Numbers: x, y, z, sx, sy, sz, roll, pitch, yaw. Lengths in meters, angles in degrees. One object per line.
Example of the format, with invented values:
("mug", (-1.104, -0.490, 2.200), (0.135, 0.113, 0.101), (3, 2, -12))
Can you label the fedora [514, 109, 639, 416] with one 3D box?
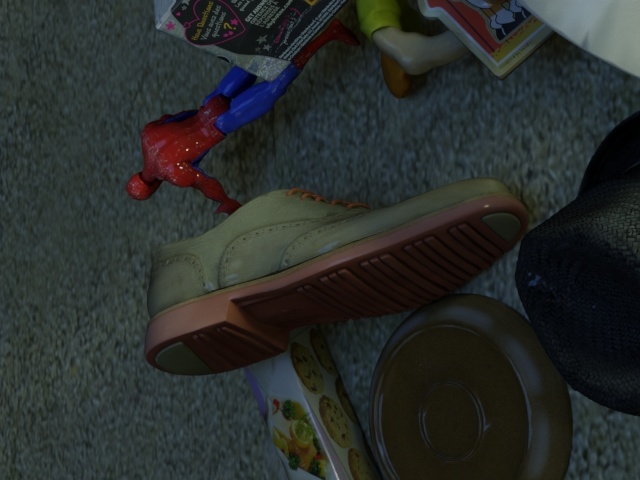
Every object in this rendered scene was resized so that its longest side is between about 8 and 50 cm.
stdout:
("fedora", (0.268, 0.042, 1.545), (0.334, 0.152, 0.334), (19, 114, 54))

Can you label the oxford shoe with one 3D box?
("oxford shoe", (0.000, 0.000, 1.816), (0.397, 0.140, 0.146), (-19, 60, 19))

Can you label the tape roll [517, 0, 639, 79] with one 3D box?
("tape roll", (0.278, -0.237, 1.516), (0.246, 0.246, 0.169), (43, 118, 33))

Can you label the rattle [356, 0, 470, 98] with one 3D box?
("rattle", (0.138, -0.222, 1.792), (0.200, 0.143, 0.130), (-44, 48, -7))

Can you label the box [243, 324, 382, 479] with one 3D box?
("box", (-0.027, 0.137, 1.922), (0.063, 0.067, 0.324), (-37, 66, 36))

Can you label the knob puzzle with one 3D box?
("knob puzzle", (0.160, -0.265, 1.708), (0.213, 0.030, 0.213), (-6, 72, 18))

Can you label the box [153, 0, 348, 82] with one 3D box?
("box", (-0.069, -0.304, 1.840), (0.163, 0.142, 0.247), (-44, 37, 34))

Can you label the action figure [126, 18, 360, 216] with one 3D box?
("action figure", (-0.072, -0.124, 1.954), (0.280, 0.139, 0.091), (-39, 61, 11))

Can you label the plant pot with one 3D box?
("plant pot", (0.128, 0.167, 1.806), (0.236, 0.032, 0.236), (1, 91, 43))
